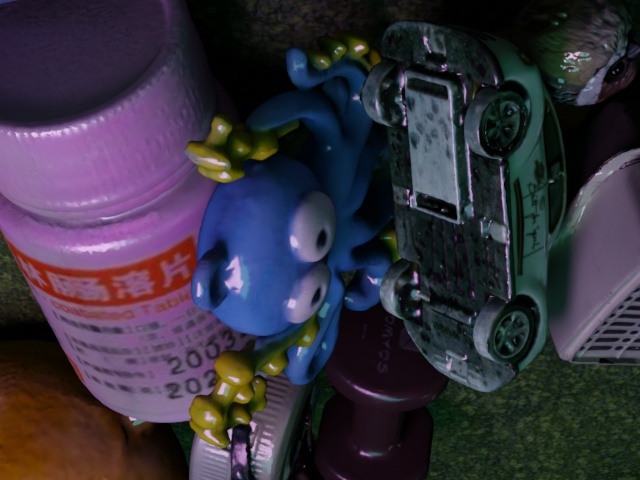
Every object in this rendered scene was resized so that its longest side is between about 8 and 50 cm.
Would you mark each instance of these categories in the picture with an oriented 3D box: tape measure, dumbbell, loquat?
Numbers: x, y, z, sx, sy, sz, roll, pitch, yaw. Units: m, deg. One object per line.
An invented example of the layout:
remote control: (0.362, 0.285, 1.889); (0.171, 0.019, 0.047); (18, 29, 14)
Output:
tape measure: (-0.062, 0.204, 1.595); (0.115, 0.207, 0.235); (14, 140, 4)
dumbbell: (0.063, 0.161, 1.583); (0.124, 0.140, 0.225); (8, 143, 3)
loquat: (-0.272, 0.247, 1.590); (0.359, 0.328, 0.328); (-39, 126, 22)

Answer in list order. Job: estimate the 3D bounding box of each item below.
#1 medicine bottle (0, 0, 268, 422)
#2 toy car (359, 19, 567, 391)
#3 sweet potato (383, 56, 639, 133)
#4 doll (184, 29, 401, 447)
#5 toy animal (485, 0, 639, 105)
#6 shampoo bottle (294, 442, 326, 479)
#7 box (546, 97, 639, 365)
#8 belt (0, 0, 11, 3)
medicine bottle: (-0.158, -0.033, 1.298); (0.219, 0.219, 0.388); (-3, 141, 9)
toy car: (0.127, -0.034, 1.219); (0.136, 0.125, 0.305); (23, 129, 48)
sweet potato: (0.180, -0.125, 1.279); (0.265, 0.057, 0.057); (14, 140, -13)
doll: (0.000, 0.000, 1.262); (0.099, 0.341, 0.346); (26, 121, 29)
toy animal: (0.190, -0.148, 1.224); (0.137, 0.098, 0.098); (-12, 140, 40)
shampoo bottle: (-0.017, 0.347, 1.867); (0.129, 0.084, 0.323); (-8, 140, 19)
box: (0.326, -0.003, 1.286); (0.291, 0.166, 0.220); (3, 148, -22)
belt: (-0.235, -0.258, 1.133); (0.190, 0.082, 0.141); (-27, 129, 35)
